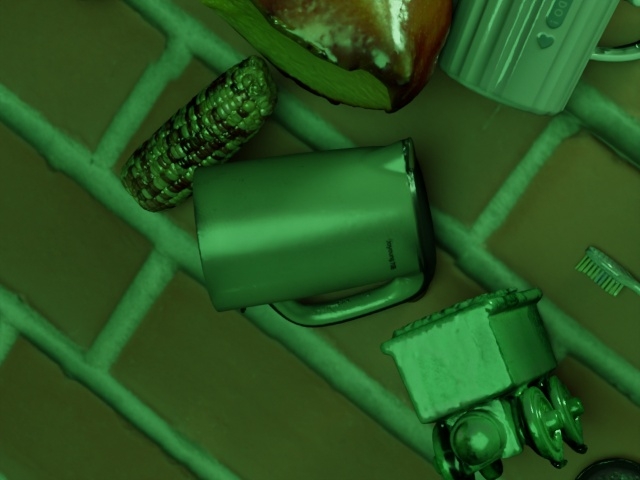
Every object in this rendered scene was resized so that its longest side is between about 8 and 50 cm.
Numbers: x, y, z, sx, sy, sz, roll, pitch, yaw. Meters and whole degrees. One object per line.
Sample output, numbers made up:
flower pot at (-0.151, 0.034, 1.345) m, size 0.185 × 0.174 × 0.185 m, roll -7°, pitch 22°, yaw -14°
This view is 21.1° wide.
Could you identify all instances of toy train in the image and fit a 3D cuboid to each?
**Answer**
toy train at (0.186, 0.163, 1.846) m, size 0.145 × 0.266 × 0.202 m, roll -23°, pitch 83°, yaw 18°

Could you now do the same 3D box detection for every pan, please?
pan at (0.344, 0.350, 1.940) m, size 0.115 × 0.040 × 0.212 m, roll -8°, pitch 89°, yaw 17°

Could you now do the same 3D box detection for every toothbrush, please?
toothbrush at (0.431, 0.139, 1.889) m, size 0.375 × 0.028 × 0.037 m, roll 42°, pitch 113°, yaw 7°

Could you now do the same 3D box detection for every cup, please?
cup at (0.250, -0.239, 1.814) m, size 0.221 × 0.167 × 0.202 m, roll 27°, pitch 108°, yaw 13°

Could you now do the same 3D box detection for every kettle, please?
kettle at (0.000, 0.000, 1.928) m, size 0.255 × 0.165 × 0.240 m, roll -10°, pitch 129°, yaw 2°

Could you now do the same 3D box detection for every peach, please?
peach at (0.020, -0.275, 1.807) m, size 0.201 × 0.258 × 0.361 m, roll -53°, pitch 40°, yaw -4°

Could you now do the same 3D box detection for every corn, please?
corn at (-0.133, -0.120, 1.962) m, size 0.253 × 0.086 × 0.086 m, roll -39°, pitch 86°, yaw 35°
